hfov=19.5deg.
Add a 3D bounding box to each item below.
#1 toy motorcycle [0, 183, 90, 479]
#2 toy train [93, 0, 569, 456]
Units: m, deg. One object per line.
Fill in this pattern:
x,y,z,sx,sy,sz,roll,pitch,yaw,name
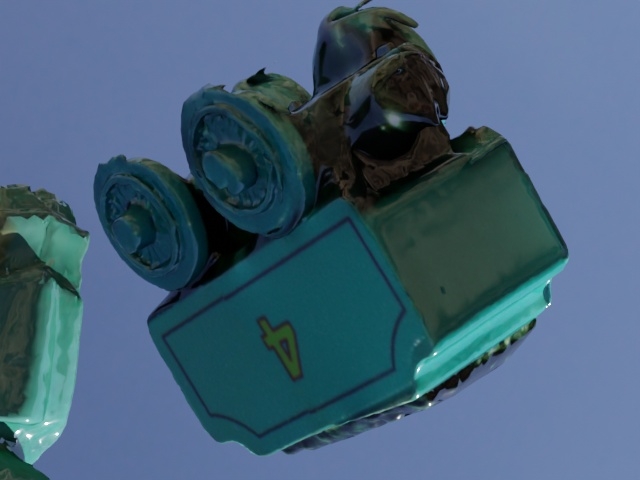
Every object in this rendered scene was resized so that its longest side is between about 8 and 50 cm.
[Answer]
-0.142,0.123,0.550,0.198,0.296,0.109,6,174,39,toy motorcycle
0.000,0.000,0.743,0.107,0.198,0.154,-31,-88,-38,toy train
